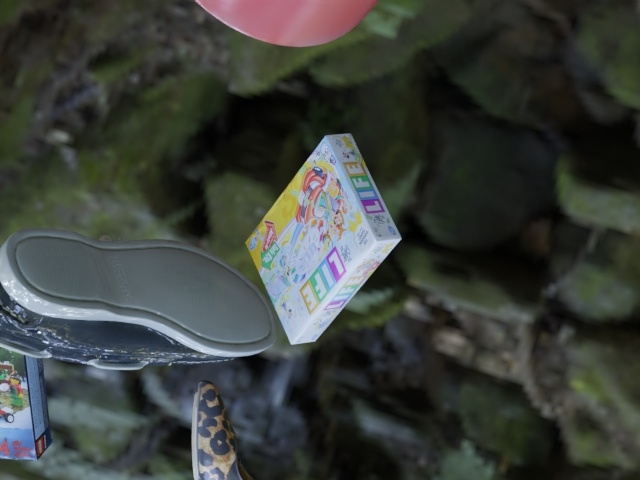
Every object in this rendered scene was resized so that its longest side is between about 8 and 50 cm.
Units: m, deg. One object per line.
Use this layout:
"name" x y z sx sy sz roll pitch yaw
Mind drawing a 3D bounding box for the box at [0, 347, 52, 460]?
"box" -0.382 0.127 1.889 0.233 0.159 0.044 1 -159 15

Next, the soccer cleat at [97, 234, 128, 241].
"soccer cleat" -0.207 0.013 1.811 0.029 0.036 0.083 4 -176 39

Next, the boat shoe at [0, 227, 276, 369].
"boat shoe" -0.173 0.059 1.703 0.302 0.114 0.091 18 135 -39

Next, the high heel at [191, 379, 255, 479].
"high heel" -0.042 0.269 2.169 0.186 0.261 0.093 -9 -169 5

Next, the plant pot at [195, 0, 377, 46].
"plant pot" 0.008 -0.352 1.810 0.275 0.275 0.243 22 146 -25

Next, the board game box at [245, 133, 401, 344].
"board game box" 0.000 0.000 1.583 0.026 0.103 0.154 -7 149 -36
